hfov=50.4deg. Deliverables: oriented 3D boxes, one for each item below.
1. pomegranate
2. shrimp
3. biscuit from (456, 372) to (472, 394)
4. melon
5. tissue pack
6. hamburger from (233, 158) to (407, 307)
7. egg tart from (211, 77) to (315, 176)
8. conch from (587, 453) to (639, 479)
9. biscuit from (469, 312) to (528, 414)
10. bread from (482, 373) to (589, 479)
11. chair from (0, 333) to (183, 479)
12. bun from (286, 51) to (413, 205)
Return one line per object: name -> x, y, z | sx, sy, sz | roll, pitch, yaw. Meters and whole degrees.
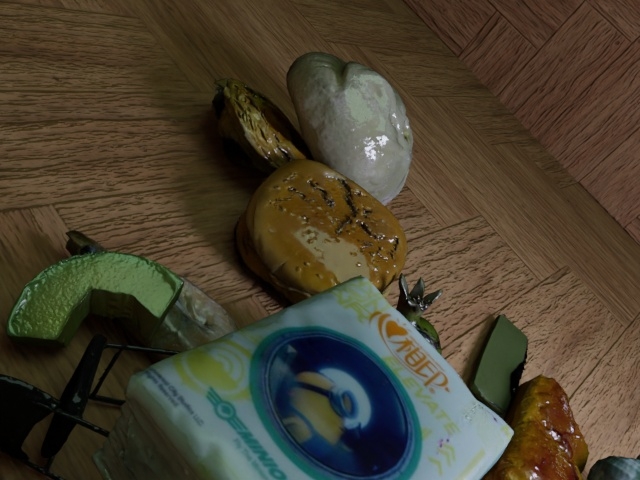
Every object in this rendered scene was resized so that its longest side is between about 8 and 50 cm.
pomegranate -> 0.144, 0.160, 1.174 | 0.152, 0.191, 0.131 | 14, 14, -34
shrimp -> -0.234, 0.086, 0.988 | 0.317, 0.077, 0.168 | 43, 22, -4
biscuit -> 0.237, 0.288, 1.272 | 0.152, 0.020, 0.152 | 26, 35, -21
melon -> -0.283, 0.079, 0.872 | 0.209, 0.064, 0.118 | 3, 62, -19
tissue pack -> 0.003, 0.218, 0.722 | 0.287, 0.162, 0.388 | 47, 34, 17
hamburger -> 0.004, 0.006, 1.240 | 0.304, 0.174, 0.284 | 36, 44, 4
egg tart -> -0.128, -0.217, 1.413 | 0.297, 0.132, 0.297 | 41, 20, -19
conch -> 0.559, 0.488, 1.215 | 0.195, 0.277, 0.220 | 40, -10, 27
biscuit -> 0.381, 0.259, 1.440 | 0.099, 0.038, 0.322 | 40, 32, 5
bread -> 0.418, 0.395, 1.254 | 0.185, 0.109, 0.380 | 44, 31, 6
chair -> -0.280, 0.182, 0.761 | 0.221, 0.140, 0.145 | 25, 35, -18
bun -> 0.075, -0.243, 1.444 | 0.365, 0.219, 0.365 | -22, 90, -85
